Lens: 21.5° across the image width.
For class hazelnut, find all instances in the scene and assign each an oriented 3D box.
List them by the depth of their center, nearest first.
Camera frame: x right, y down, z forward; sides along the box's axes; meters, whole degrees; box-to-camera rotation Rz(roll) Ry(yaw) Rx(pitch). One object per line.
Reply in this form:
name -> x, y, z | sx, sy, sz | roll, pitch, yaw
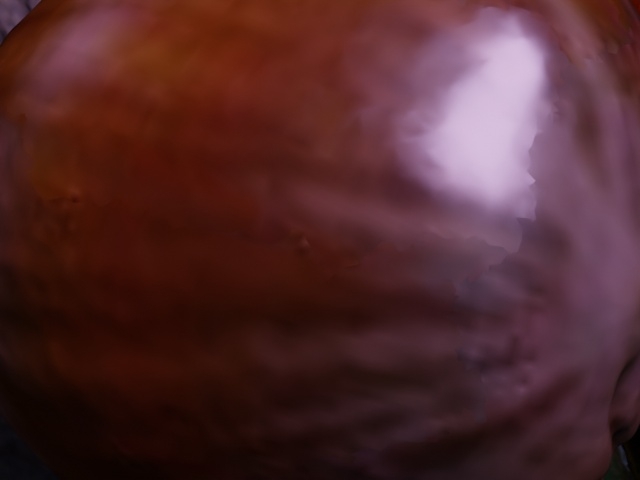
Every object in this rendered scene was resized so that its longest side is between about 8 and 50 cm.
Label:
hazelnut -> 0.000, 0.000, 0.789 | 0.315, 0.372, 0.372 | -12, 103, -40

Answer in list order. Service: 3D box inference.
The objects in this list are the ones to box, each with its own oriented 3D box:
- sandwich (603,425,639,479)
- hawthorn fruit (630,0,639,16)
sandwich -> 0.122, 0.171, 0.956 | 0.160, 0.109, 0.185 | -10, 103, 11
hawthorn fruit -> 0.195, -0.154, 0.885 | 0.188, 0.169, 0.169 | -36, 103, -6
